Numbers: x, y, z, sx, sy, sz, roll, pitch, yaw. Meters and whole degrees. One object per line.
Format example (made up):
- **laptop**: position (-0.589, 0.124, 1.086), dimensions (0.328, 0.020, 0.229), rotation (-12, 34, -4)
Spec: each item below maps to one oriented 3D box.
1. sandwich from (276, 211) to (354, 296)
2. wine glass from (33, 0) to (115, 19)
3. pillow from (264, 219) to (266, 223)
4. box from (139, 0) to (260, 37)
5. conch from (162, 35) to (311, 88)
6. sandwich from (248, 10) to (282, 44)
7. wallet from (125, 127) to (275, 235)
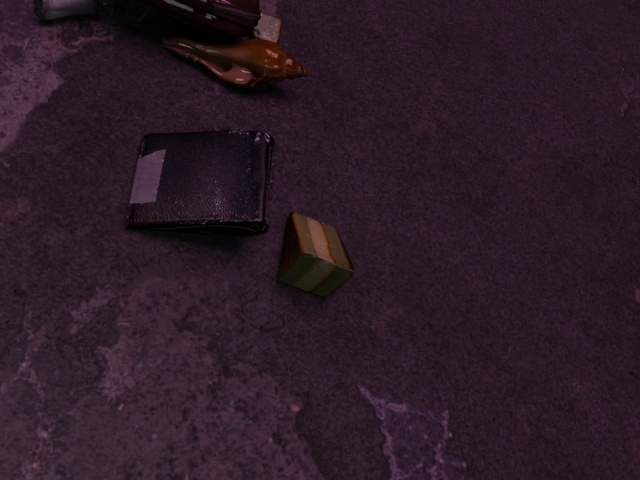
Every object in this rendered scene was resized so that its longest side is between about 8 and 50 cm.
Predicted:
- **sandwich**: position (0.000, 0.000, 1.464), dimensions (0.117, 0.144, 0.187), rotation (21, 53, -17)
- **wine glass**: position (-0.508, -0.493, 1.570), dimensions (0.156, 0.072, 0.072), rotation (-12, 66, -32)
- **pillow**: position (-0.165, -0.077, 1.482), dimensions (0.091, 0.055, 0.135), rotation (-17, 61, 0)
- **box**: position (-0.320, -0.557, 1.624), dimensions (0.404, 0.108, 0.263), rotation (17, 21, -18)
- **conch**: position (-0.182, -0.399, 1.665), dimensions (0.331, 0.109, 0.093), rotation (12, 20, 1)
- **sandwich**: position (-0.137, -0.491, 1.777), dimensions (0.093, 0.035, 0.104), rotation (13, 56, -20)
- **wallet**: position (-0.221, -0.109, 1.435), dimensions (0.263, 0.071, 0.220), rotation (1, 60, 0)
